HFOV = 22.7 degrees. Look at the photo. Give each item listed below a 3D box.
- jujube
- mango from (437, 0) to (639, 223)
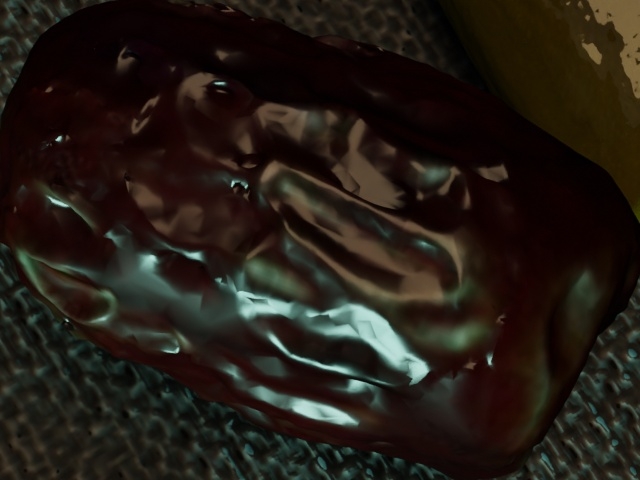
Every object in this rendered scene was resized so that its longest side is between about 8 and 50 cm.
[{"bbox_3d":[0.000,0.000,0.911,0.376,0.258,0.258,14,69,-3],"label":"jujube"},{"bbox_3d":[0.181,-0.174,1.058,0.195,0.142,0.332,-28,83,6],"label":"mango"}]
